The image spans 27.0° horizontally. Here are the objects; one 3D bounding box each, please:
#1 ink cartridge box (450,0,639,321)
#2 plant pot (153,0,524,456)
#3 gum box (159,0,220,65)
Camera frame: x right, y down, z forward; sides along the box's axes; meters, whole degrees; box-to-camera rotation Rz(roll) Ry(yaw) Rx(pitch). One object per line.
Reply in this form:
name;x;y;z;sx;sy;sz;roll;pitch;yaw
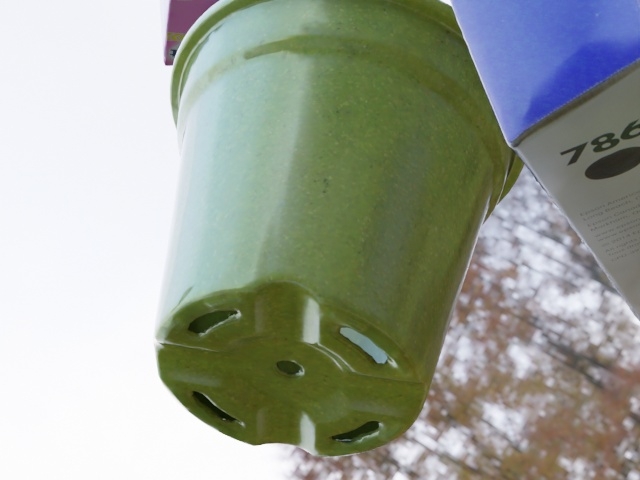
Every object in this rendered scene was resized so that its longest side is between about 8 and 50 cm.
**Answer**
ink cartridge box;0.097;-0.083;0.515;0.065;0.165;0.332;-23;-24;13
plant pot;0.000;0.000;0.932;0.276;0.276;0.254;66;-153;-43
gum box;-0.125;-0.276;1.294;0.062;0.188;0.107;-1;-32;-11
